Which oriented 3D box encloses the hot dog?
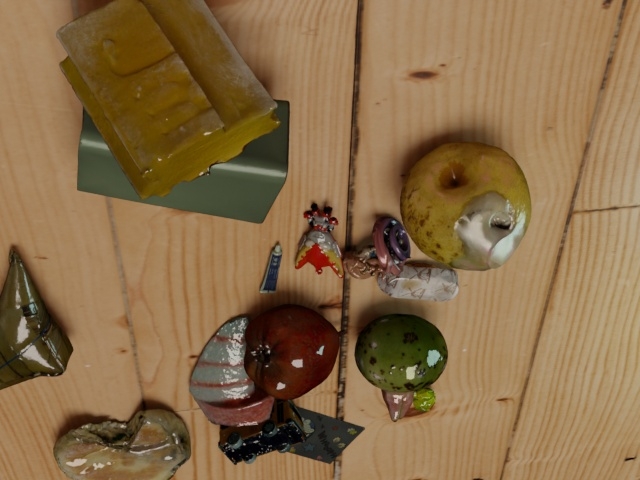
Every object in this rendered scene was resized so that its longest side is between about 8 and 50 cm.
[{"bbox_3d":[0.219,0.094,1.909,0.192,0.053,0.099,3,127,-12],"label":"hot dog"}]

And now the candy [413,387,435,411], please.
[{"bbox_3d":[0.208,0.371,2.146,0.193,0.062,0.058,30,163,-22],"label":"candy"}]

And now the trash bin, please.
[{"bbox_3d":[-0.241,-0.151,1.489,0.343,0.158,0.223,6,157,-15],"label":"trash bin"}]

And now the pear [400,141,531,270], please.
[{"bbox_3d":[0.287,-0.062,1.686,0.271,0.271,0.271,-6,130,-7],"label":"pear"}]

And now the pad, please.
[{"bbox_3d":[-0.025,0.506,2.228,0.245,0.006,0.170,24,120,-28],"label":"pad"}]

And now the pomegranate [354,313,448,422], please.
[{"bbox_3d":[0.182,0.289,1.940,0.214,0.214,0.248,-1,98,-11],"label":"pomegranate"}]

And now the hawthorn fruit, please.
[{"bbox_3d":[-0.042,0.236,1.886,0.248,0.208,0.208,-5,135,-40],"label":"hawthorn fruit"}]

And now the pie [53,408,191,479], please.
[{"bbox_3d":[-0.479,0.517,2.093,0.337,0.075,0.338,-8,136,-8],"label":"pie"}]

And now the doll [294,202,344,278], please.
[{"bbox_3d":[0.000,0.000,1.779,0.109,0.057,0.169,11,120,13],"label":"doll"}]

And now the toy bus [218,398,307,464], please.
[{"bbox_3d":[-0.140,0.460,2.092,0.200,0.114,0.098,-21,130,12],"label":"toy bus"}]

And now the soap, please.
[{"bbox_3d":[-0.235,-0.242,1.337,0.259,0.281,0.143,-31,165,-18],"label":"soap"}]

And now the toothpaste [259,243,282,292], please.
[{"bbox_3d":[-0.102,0.061,1.830,0.037,0.021,0.140,3,130,-16],"label":"toothpaste"}]

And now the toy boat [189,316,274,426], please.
[{"bbox_3d":[-0.207,0.294,1.971,0.206,0.096,0.282,2,121,5],"label":"toy boat"}]

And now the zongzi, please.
[{"bbox_3d":[-0.672,0.176,1.744,0.260,0.123,0.289,-17,121,5],"label":"zongzi"}]

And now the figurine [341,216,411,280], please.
[{"bbox_3d":[0.121,0.036,1.799,0.114,0.126,0.157,43,113,-2],"label":"figurine"}]
